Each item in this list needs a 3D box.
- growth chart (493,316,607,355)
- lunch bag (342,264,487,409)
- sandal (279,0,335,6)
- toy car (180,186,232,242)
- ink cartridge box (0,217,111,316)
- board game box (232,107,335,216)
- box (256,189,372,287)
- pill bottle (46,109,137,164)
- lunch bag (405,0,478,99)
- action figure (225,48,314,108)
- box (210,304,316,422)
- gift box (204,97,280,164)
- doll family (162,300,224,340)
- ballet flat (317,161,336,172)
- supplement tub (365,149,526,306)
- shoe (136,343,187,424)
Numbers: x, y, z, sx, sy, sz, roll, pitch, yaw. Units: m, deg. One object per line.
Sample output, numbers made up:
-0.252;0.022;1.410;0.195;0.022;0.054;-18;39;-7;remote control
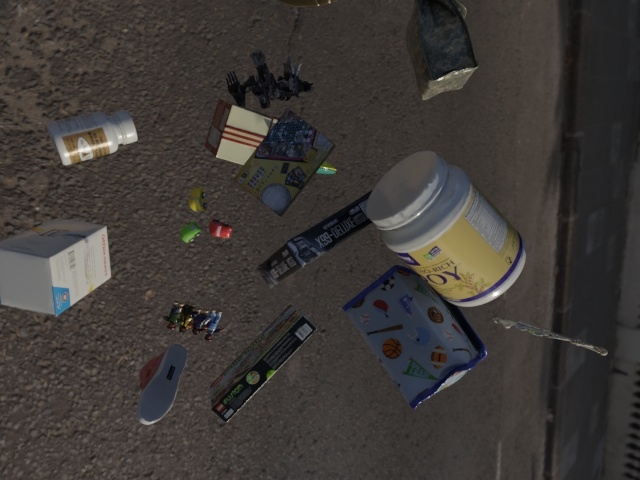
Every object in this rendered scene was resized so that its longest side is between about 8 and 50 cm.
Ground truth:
0.558;0.231;1.138;0.172;0.237;0.021;18;86;-73;growth chart
0.292;0.256;1.319;0.239;0.327;0.385;-39;157;14;lunch bag
-0.065;-0.330;0.544;0.090;0.220;0.060;63;43;-53;sandal
-0.485;-0.061;1.810;0.239;0.225;0.053;53;27;2;toy car
-0.712;0.061;1.242;0.232;0.168;0.171;-62;160;-67;ink cartridge box
-0.097;-0.209;1.245;0.243;0.165;0.042;-52;179;1;board game box
0.000;0.000;1.248;0.307;0.242;0.076;-32;89;-30;box
-0.696;-0.324;1.416;0.229;0.131;0.131;-24;116;-27;pill bottle
0.355;-0.611;1.407;0.235;0.169;0.286;-27;100;-84;lunch bag
-0.122;-0.442;1.247;0.276;0.164;0.140;-44;138;-53;action figure
-0.102;0.204;0.793;0.207;0.114;0.036;-45;101;-10;box
-0.308;-0.421;1.918;0.258;0.276;0.255;12;111;-32;gift box
-0.411;0.267;1.503;0.076;0.193;0.111;-83;-170;-85;doll family
-0.038;-0.321;1.923;0.231;0.077;0.077;-2;87;-26;ballet flat
0.291;-0.025;1.078;0.331;0.241;0.241;40;68;-22;supplement tub
-0.327;0.291;0.913;0.063;0.081;0.178;44;30;-22;shoe
